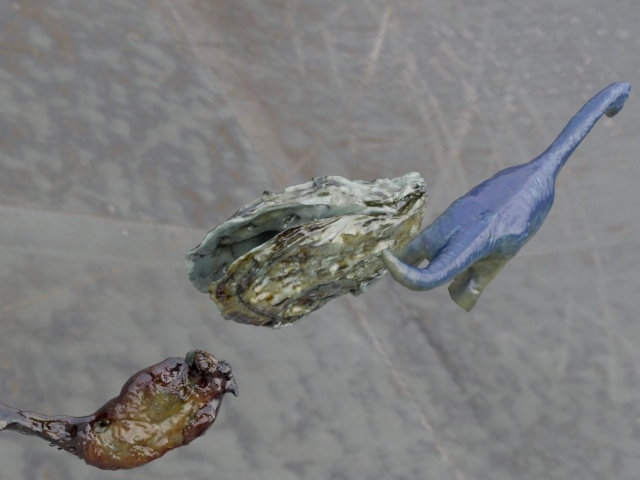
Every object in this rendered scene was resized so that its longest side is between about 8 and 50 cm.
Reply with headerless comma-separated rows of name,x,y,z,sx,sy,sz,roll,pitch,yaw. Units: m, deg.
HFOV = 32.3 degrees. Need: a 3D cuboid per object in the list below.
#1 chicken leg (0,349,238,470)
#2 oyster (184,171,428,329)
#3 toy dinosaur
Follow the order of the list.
chicken leg,-0.203,0.172,1.066,0.253,0.106,0.051,-13,22,-6
oyster,0.005,-0.003,1.328,0.351,0.162,0.158,-27,78,-29
toy dinosaur,0.139,-0.039,0.790,0.075,0.188,0.247,45,23,15
